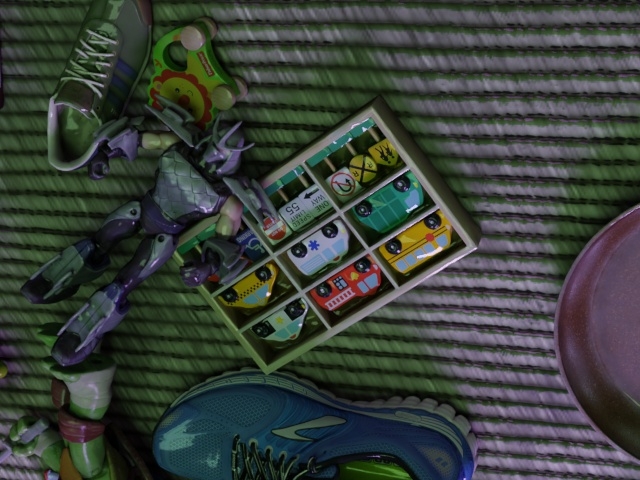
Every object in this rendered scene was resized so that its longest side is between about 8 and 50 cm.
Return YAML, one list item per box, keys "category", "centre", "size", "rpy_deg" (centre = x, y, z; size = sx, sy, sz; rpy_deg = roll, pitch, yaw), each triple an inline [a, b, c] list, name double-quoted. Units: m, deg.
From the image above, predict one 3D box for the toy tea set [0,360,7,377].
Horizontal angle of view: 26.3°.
- category: "toy tea set"
  centre: [-0.412, 0.049, 1.432]
  size: [0.200, 0.124, 0.336]
  rpy_deg: [33, 129, 40]

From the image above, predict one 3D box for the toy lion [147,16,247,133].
- category: "toy lion"
  centre: [-0.125, -0.148, 1.284]
  size: [0.096, 0.034, 0.100]
  rpy_deg: [-17, 109, 31]

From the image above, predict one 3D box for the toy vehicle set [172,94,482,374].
- category: "toy vehicle set"
  centre: [0.000, 0.000, 1.311]
  size: [0.267, 0.035, 0.166]
  rpy_deg: [-33, 101, 27]

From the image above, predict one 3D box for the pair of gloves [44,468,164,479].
- category: "pair of gloves"
  centre: [-0.232, 0.321, 1.539]
  size: [0.159, 0.023, 0.198]
  rpy_deg: [2, 111, 18]

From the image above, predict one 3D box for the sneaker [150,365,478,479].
- category: "sneaker"
  centre: [-0.018, 0.216, 1.356]
  size: [0.330, 0.147, 0.129]
  rpy_deg: [2, 115, 16]

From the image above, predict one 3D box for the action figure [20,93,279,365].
- category: "action figure"
  centre: [-0.160, -0.011, 1.286]
  size: [0.285, 0.099, 0.185]
  rpy_deg: [-45, 76, 23]

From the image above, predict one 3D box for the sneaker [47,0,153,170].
- category: "sneaker"
  centre: [-0.210, -0.146, 1.276]
  size: [0.064, 0.086, 0.192]
  rpy_deg: [23, 119, 5]

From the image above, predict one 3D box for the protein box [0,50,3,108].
- category: "protein box"
  centre: [-0.431, -0.164, 1.268]
  size: [0.200, 0.201, 0.136]
  rpy_deg: [9, 116, 12]

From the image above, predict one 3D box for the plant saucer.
- category: "plant saucer"
  centre: [0.368, 0.083, 1.233]
  size: [0.311, 0.050, 0.310]
  rpy_deg: [6, 115, 14]

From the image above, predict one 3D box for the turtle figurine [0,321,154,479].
- category: "turtle figurine"
  centre: [-0.297, 0.228, 1.410]
  size: [0.275, 0.198, 0.266]
  rpy_deg: [11, 107, 15]
